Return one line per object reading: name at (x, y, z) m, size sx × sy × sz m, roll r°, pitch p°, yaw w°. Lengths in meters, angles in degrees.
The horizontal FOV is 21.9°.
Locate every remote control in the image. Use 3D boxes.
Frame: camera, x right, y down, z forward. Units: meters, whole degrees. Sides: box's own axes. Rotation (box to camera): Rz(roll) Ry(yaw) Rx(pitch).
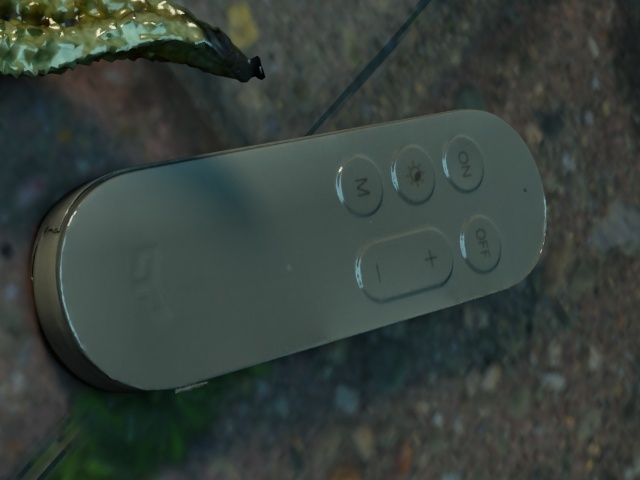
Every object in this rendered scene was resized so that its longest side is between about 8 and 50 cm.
remote control at (0.000, 0.000, 0.609) m, size 0.245 × 0.022 × 0.077 m, roll -13°, pitch 89°, yaw -43°

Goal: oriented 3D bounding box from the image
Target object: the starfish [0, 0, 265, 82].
starfish at (-0.171, -0.148, 0.442) m, size 0.347 × 0.078 × 0.358 m, roll -28°, pitch 101°, yaw -41°
